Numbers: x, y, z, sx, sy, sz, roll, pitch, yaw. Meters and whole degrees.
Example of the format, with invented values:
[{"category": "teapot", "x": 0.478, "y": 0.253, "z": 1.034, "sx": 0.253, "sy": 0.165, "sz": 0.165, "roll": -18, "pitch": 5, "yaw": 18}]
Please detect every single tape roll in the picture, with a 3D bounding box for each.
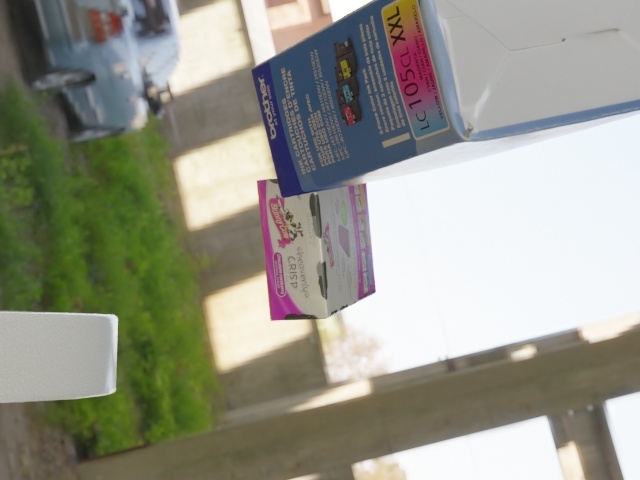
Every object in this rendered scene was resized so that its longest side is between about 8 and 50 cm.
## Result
[{"category": "tape roll", "x": -0.367, "y": 0.092, "z": 1.046, "sx": 0.392, "sy": 0.391, "sz": 0.072, "roll": 135, "pitch": -43, "yaw": -86}]

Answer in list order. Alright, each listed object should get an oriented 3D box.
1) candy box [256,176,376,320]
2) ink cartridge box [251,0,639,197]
[{"category": "candy box", "x": 0.000, "y": 0.000, "z": 1.446, "sx": 0.233, "sy": 0.071, "sz": 0.159, "roll": -14, "pitch": 100, "yaw": -74}, {"category": "ink cartridge box", "x": 0.115, "y": -0.149, "z": 1.216, "sx": 0.395, "sy": 0.270, "sz": 0.151, "roll": -10, "pitch": -88, "yaw": 61}]
